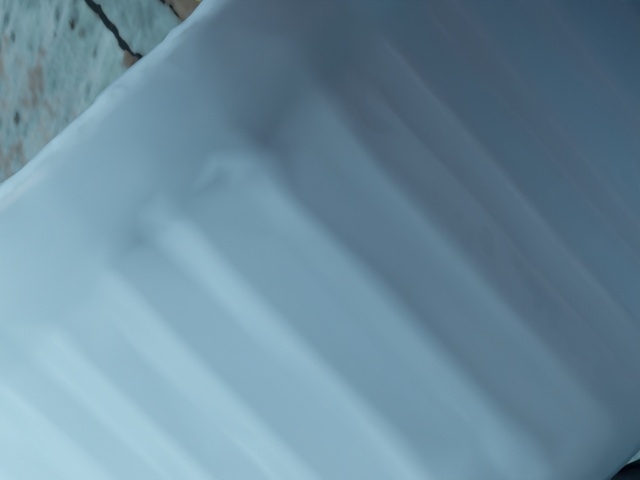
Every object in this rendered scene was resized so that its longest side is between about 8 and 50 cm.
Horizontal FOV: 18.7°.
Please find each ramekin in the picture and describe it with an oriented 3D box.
[{"bbox_3d":[0.000,0.000,0.513,0.135,0.277,0.277,47,139,-7],"label":"ramekin"}]

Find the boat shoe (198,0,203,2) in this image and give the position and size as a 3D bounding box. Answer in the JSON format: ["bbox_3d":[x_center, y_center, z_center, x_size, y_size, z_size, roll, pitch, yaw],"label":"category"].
[{"bbox_3d":[-0.026,-0.095,0.697,0.183,0.065,0.083,42,125,33],"label":"boat shoe"}]

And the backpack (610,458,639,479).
[{"bbox_3d":[0.111,0.229,0.505,0.290,0.273,0.356,13,97,55],"label":"backpack"}]
